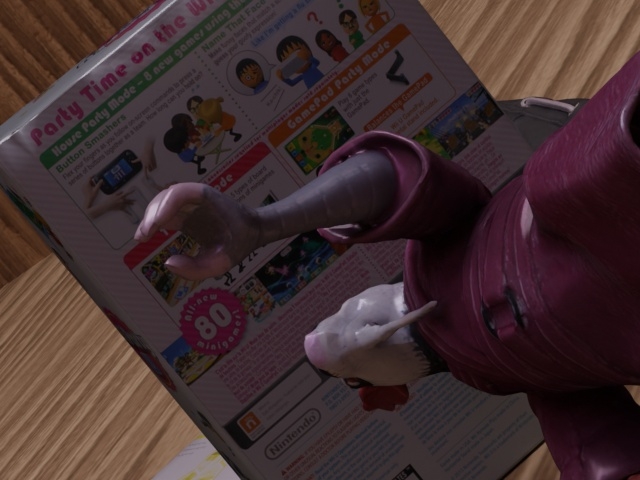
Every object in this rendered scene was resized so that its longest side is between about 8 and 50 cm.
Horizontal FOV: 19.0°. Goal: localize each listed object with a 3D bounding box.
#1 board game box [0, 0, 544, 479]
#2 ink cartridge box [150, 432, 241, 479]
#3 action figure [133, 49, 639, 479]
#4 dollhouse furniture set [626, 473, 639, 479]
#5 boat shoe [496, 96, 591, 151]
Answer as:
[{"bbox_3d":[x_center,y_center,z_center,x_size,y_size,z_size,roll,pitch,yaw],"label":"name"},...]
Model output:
[{"bbox_3d":[0.000,0.000,1.014,0.224,0.303,0.097,-40,12,-10],"label":"board game box"},{"bbox_3d":[-0.086,0.192,1.190,0.235,0.056,0.171,-42,11,-27],"label":"ink cartridge box"},{"bbox_3d":[0.114,-0.002,0.798,0.276,0.248,0.370,-44,14,-29],"label":"action figure"},{"bbox_3d":[0.190,0.112,0.316,0.374,0.152,0.201,-28,15,45],"label":"dollhouse furniture set"},{"bbox_3d":[0.160,-0.036,1.209,0.095,0.112,0.335,-23,14,-10],"label":"boat shoe"}]
